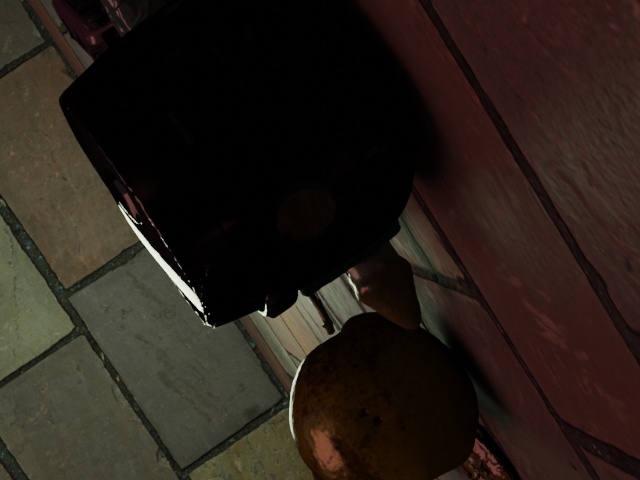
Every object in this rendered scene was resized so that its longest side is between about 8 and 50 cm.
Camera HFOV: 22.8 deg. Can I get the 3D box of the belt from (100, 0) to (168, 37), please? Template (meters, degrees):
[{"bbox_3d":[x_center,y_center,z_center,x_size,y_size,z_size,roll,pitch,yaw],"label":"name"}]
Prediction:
[{"bbox_3d":[-0.229,-0.297,1.915,0.302,0.072,0.087,60,167,-16],"label":"belt"}]

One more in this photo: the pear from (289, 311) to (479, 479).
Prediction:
[{"bbox_3d":[0.062,0.168,1.644,0.197,0.197,0.197,54,172,11],"label":"pear"}]

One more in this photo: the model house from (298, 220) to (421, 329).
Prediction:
[{"bbox_3d":[-0.038,-0.022,1.495,0.325,0.194,0.267,52,171,5],"label":"model house"}]

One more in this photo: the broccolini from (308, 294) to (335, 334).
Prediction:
[{"bbox_3d":[-0.041,0.062,2.361,0.194,0.054,0.052,50,152,24],"label":"broccolini"}]

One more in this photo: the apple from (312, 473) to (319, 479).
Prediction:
[{"bbox_3d":[0.072,0.292,2.177,0.199,0.199,0.199,54,172,11],"label":"apple"}]

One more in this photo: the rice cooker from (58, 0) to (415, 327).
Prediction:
[{"bbox_3d":[-0.058,-0.075,1.245,0.267,0.224,0.267,52,170,13],"label":"rice cooker"}]

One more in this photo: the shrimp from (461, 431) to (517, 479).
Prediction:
[{"bbox_3d":[0.169,0.229,1.808,0.184,0.043,0.091,47,162,16],"label":"shrimp"}]

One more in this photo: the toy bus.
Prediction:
[{"bbox_3d":[-0.276,-0.288,2.080,0.199,0.108,0.096,45,167,54],"label":"toy bus"}]
